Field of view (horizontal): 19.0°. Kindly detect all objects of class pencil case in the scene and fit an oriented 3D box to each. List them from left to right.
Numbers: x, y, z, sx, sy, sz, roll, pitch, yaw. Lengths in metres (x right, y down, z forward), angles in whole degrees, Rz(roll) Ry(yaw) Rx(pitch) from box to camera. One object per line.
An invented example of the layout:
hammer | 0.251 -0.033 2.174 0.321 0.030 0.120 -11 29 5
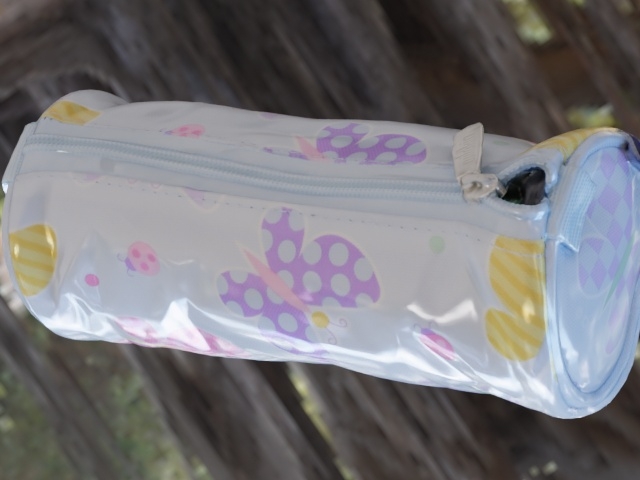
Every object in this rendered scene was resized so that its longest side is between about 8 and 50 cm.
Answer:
pencil case | 0.000 0.000 0.786 0.273 0.113 0.124 6 169 32
